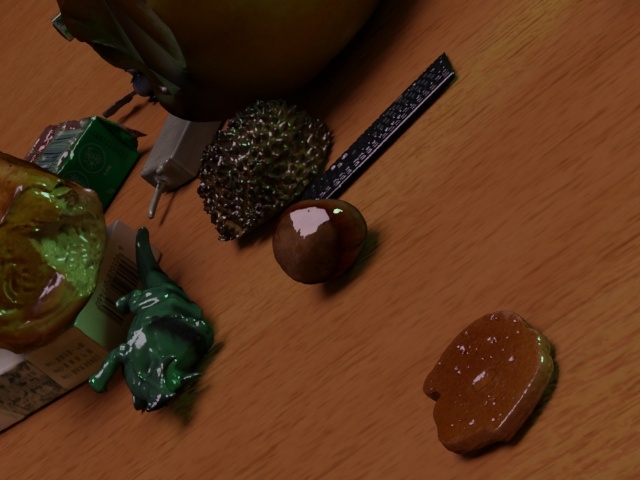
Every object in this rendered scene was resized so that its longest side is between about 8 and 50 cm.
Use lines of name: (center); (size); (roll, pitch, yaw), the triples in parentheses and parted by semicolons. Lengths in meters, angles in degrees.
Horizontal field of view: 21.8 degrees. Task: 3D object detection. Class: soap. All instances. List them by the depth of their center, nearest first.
soap: (-0.355, -0.036, 2.135); (0.218, 0.098, 0.273); (-6, 50, 60)

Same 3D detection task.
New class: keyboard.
keyboard: (0.053, -0.099, 1.582); (0.198, 0.010, 0.063); (-45, 22, 15)

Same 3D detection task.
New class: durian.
durian: (-0.068, -0.090, 1.688); (0.148, 0.091, 0.188); (-31, 25, 37)

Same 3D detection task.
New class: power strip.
power strip: (-0.169, -0.097, 1.951); (0.075, 0.042, 0.175); (-22, 38, 49)

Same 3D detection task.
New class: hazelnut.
hazelnut: (0.000, 0.000, 1.460); (0.086, 0.086, 0.086); (-41, 25, 24)

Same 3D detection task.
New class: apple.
apple: (-0.110, -0.297, 1.782); (0.384, 0.374, 0.374); (102, -168, -62)

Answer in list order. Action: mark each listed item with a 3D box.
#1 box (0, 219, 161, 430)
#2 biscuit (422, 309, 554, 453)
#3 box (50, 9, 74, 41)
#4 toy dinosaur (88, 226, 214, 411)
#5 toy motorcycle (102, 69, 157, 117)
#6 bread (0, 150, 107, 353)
box: (-0.299, 0.101, 1.865); (0.256, 0.069, 0.164); (-30, 31, 39)
biscuit: (0.117, 0.098, 1.157); (0.102, 0.019, 0.130); (-47, 23, 9)
box: (-0.265, -0.342, 2.166); (0.207, 0.041, 0.050); (-42, 21, 5)
toy dinosaur: (-0.170, 0.092, 1.634); (0.120, 0.079, 0.292); (-44, 26, 3)
toy motorcycle: (-0.195, -0.284, 2.170); (0.401, 0.134, 0.207); (-27, 27, 42)
bread: (-0.330, 0.008, 1.788); (0.195, 0.149, 0.344); (-63, 25, 0)
